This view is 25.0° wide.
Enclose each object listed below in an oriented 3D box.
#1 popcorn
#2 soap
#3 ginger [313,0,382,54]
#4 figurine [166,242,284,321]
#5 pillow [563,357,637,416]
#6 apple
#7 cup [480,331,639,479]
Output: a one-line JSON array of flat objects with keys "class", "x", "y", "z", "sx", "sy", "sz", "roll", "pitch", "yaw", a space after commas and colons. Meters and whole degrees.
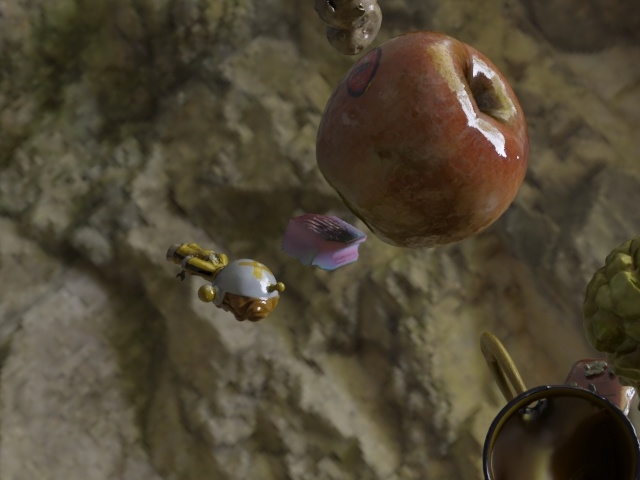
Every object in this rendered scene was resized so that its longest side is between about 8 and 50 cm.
[{"class": "popcorn", "x": 0.463, "y": 0.092, "z": 1.807, "sx": 0.258, "sy": 0.224, "sz": 0.270, "roll": -36, "pitch": 142, "yaw": 17}, {"class": "soap", "x": 0.000, "y": 0.000, "z": 2.335, "sx": 0.149, "sy": 0.100, "sz": 0.056, "roll": -16, "pitch": 132, "yaw": -65}, {"class": "ginger", "x": 0.027, "y": -0.301, "z": 1.754, "sx": 0.080, "sy": 0.104, "sz": 0.204, "roll": -44, "pitch": 146, "yaw": -9}, {"class": "figurine", "x": -0.106, "y": 0.042, "z": 1.637, "sx": 0.101, "sy": 0.143, "sz": 0.068, "roll": 9, "pitch": 108, "yaw": -38}, {"class": "pillow", "x": 0.506, "y": 0.273, "z": 2.645, "sx": 0.171, "sy": 0.075, "sz": 0.179, "roll": -9, "pitch": -148, "yaw": 41}, {"class": "apple", "x": 0.148, "y": -0.153, "z": 2.245, "sx": 0.305, "sy": 0.338, "sz": 0.338, "roll": -33, "pitch": -177, "yaw": 29}, {"class": "cup", "x": 0.283, "y": 0.243, "z": 1.754, "sx": 0.178, "sy": 0.255, "sz": 0.256, "roll": 0, "pitch": 164, "yaw": 5}]
